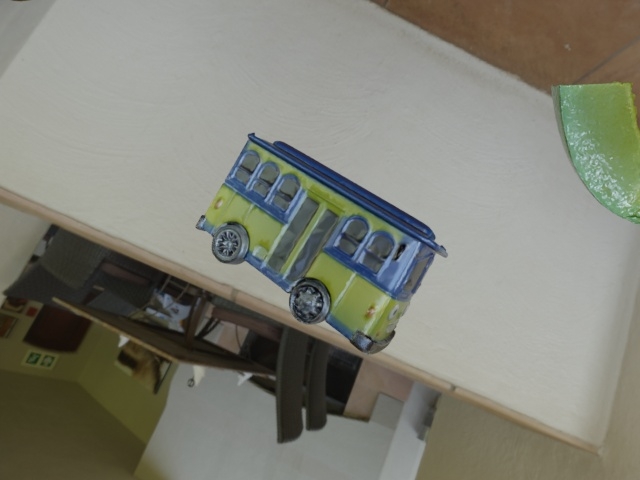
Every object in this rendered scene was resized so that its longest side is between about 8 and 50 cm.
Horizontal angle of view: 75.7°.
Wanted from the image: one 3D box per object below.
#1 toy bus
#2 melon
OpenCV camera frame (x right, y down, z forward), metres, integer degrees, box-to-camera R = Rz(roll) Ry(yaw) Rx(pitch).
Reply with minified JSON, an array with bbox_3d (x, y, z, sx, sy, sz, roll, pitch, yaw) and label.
[{"bbox_3d":[0.000,0.000,0.544,0.288,0.175,0.138,33,-174,22],"label":"toy bus"},{"bbox_3d":[0.420,-0.125,0.595,0.261,0.114,0.053,57,-168,-12],"label":"melon"}]
